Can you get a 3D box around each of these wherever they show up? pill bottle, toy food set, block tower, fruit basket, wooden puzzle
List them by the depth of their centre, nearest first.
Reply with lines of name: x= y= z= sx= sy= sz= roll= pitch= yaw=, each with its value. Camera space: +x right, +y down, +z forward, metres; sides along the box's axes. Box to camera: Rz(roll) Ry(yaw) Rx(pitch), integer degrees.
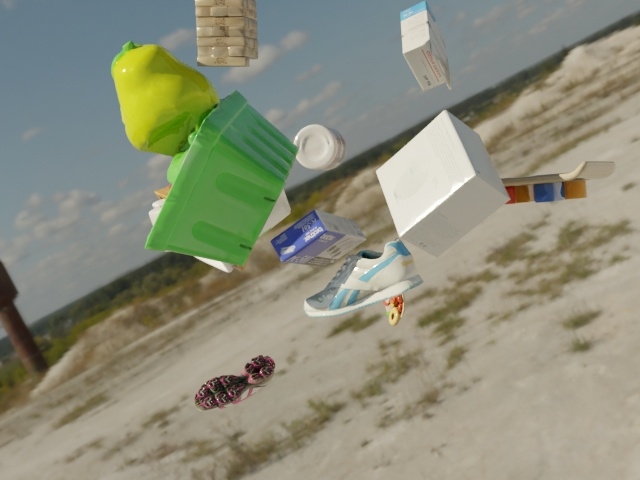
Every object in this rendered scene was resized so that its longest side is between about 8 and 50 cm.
block tower: x=-0.164 y=-0.471 z=1.535 sx=0.090 sy=0.336 sz=0.097 roll=2 pitch=9 yaw=11
fruit basket: x=-0.235 y=-0.162 z=1.565 sx=0.283 sy=0.392 sz=0.392 roll=-62 pitch=-8 yaw=18
toy food set: x=0.162 y=0.139 z=1.952 sx=0.020 sy=0.083 sz=0.083 roll=-1 pitch=35 yaw=-23
pill bottle: x=0.006 y=-0.226 z=2.168 sx=0.108 sy=0.108 sz=0.180 roll=-26 pitch=-2 yaw=13
wooden puzzle: x=0.521 y=-0.126 z=2.170 sx=0.347 sy=0.081 sz=0.322 roll=-9 pitch=-1 yaw=31

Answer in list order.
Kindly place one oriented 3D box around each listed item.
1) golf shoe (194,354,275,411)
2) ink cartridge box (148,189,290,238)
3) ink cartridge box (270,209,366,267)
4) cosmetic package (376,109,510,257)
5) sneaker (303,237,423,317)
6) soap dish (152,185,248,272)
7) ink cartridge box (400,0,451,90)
golf shoe: x=-0.175 y=0.312 z=1.836 sx=0.186 sy=0.067 sz=0.086 roll=-23 pitch=-33 yaw=-23
ink cartridge box: x=-0.243 y=-0.068 z=2.123 sx=0.272 sy=0.115 sz=0.198 roll=-2 pitch=26 yaw=36
ink cartridge box: x=0.000 y=0.000 z=1.544 sx=0.097 sy=0.046 sz=0.207 roll=-35 pitch=-16 yaw=16
cosmetic package: x=0.272 y=-0.127 z=1.991 sx=0.138 sy=0.224 sz=0.224 roll=26 pitch=-55 yaw=-36
sneaker: x=0.064 y=0.069 z=1.509 sx=0.228 sy=0.092 sz=0.087 roll=-23 pitch=-3 yaw=30
soap dish: x=-0.323 y=-0.044 z=2.451 sx=0.118 sy=0.229 sz=0.291 roll=-43 pitch=31 yaw=-18
ink cartridge box: x=0.206 y=-0.372 z=1.735 sx=0.060 sy=0.104 sz=0.180 roll=-19 pitch=43 yaw=21
